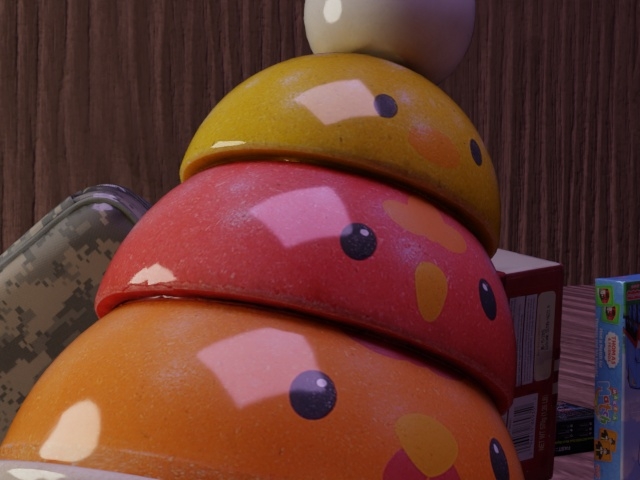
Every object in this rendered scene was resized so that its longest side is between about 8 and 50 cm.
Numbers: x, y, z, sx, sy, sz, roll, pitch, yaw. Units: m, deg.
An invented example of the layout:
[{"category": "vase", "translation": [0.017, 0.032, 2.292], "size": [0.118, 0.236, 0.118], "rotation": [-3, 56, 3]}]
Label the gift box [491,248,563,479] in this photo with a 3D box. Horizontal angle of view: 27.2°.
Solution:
[{"category": "gift box", "translation": [0.077, 0.123, 1.286], "size": [0.276, 0.255, 0.258], "rotation": [-2, 11, -39]}]

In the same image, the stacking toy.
[{"category": "stacking toy", "translation": [0.000, 0.000, 0.841], "size": [0.351, 0.479, 0.350], "rotation": [11, -17, 3]}]

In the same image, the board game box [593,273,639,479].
[{"category": "board game box", "translation": [0.319, 0.136, 1.250], "size": [0.160, 0.211, 0.039], "rotation": [-4, 7, -43]}]

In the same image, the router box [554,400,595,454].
[{"category": "router box", "translation": [0.249, 0.208, 1.462], "size": [0.123, 0.038, 0.092], "rotation": [-2, 5, -28]}]

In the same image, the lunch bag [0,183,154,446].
[{"category": "lunch bag", "translation": [-0.220, 0.098, 1.172], "size": [0.305, 0.212, 0.256], "rotation": [-42, 8, 0]}]
